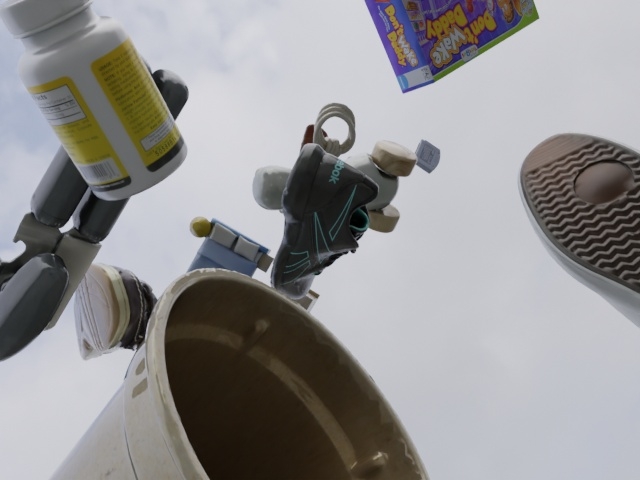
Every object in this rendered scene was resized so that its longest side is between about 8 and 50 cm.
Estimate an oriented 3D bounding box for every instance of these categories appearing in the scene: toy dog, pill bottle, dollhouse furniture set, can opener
[{"bbox_3d":[0.018,-0.119,1.156,0.333,0.161,0.220,23,-77,-46],"label":"toy dog"},{"bbox_3d":[-0.129,-0.087,0.374,0.065,0.065,0.116,-30,-57,-11],"label":"pill bottle"},{"bbox_3d":[-0.194,0.132,1.298,0.287,0.303,0.198,-59,-5,0],"label":"dollhouse furniture set"},{"bbox_3d":[-0.200,-0.023,0.555,0.074,0.093,0.280,23,-77,-44],"label":"can opener"}]

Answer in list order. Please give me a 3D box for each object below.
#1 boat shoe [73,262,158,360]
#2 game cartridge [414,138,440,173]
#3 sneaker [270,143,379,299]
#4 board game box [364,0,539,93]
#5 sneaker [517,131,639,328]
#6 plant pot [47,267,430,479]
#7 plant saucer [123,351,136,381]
[{"bbox_3d":[-0.240,0.084,0.787,0.092,0.103,0.285,-11,-14,-28],"label":"boat shoe"},{"bbox_3d":[0.227,-0.178,1.392,0.056,0.083,0.017,31,-44,-2],"label":"game cartridge"},{"bbox_3d":[0.000,0.000,0.832,0.106,0.101,0.267,18,-38,3],"label":"sneaker"},{"bbox_3d":[0.229,-0.434,1.143,0.347,0.078,0.233,-36,-72,-33],"label":"board game box"},{"bbox_3d":[0.261,0.032,0.506,0.106,0.290,0.123,-37,-40,6],"label":"sneaker"},{"bbox_3d":[-0.111,0.247,0.588,0.305,0.334,0.333,-42,-47,17],"label":"plant pot"},{"bbox_3d":[-0.177,0.191,0.864,0.195,0.195,0.037,-44,-38,1],"label":"plant saucer"}]
